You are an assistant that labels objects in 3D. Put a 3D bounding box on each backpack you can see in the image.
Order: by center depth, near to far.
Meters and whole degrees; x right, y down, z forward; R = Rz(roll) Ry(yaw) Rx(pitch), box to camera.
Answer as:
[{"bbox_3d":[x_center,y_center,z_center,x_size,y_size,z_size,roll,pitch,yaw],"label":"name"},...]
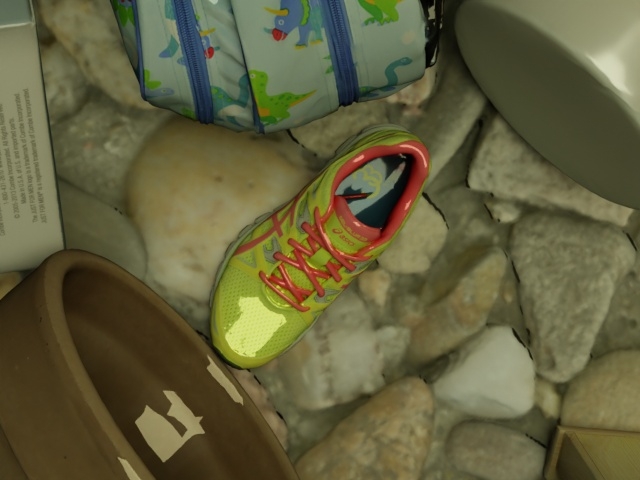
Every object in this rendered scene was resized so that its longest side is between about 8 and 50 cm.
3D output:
[{"bbox_3d":[-0.044,-0.245,0.834,0.273,0.290,0.355,-31,103,-2],"label":"backpack"}]

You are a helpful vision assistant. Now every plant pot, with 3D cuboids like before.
[{"bbox_3d":[-0.161,0.171,0.827,0.229,0.263,0.263,-37,97,10],"label":"plant pot"}]

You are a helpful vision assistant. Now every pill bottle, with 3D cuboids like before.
[{"bbox_3d":[0.291,-0.219,0.913,0.392,0.224,0.224,-44,98,-9],"label":"pill bottle"}]

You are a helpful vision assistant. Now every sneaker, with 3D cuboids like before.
[{"bbox_3d":[0.000,0.000,0.917,0.081,0.094,0.208,39,84,-11],"label":"sneaker"}]

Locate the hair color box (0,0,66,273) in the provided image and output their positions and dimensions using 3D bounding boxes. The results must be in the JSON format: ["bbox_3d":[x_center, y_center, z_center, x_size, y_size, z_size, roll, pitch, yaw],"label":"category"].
[{"bbox_3d":[-0.348,-0.057,0.788,0.375,0.113,0.185,-9,134,-12],"label":"hair color box"}]

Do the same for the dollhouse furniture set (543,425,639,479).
[{"bbox_3d":[0.213,0.278,0.963,0.212,0.161,0.242,7,111,-12],"label":"dollhouse furniture set"}]
